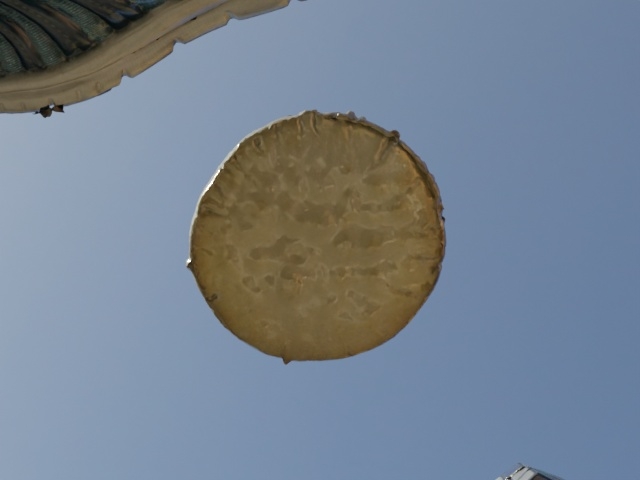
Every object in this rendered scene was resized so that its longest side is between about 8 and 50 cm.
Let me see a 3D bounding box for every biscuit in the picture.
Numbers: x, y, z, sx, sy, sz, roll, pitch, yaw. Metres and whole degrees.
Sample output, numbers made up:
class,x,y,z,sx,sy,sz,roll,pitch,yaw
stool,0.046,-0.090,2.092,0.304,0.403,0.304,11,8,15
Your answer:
class,x,y,z,sx,sy,sz,roll,pitch,yaw
biscuit,0.000,0.000,0.752,0.152,0.020,0.152,-1,-79,-6

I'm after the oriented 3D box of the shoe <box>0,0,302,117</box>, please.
class,x,y,z,sx,sy,sz,roll,pitch,yaw
shoe,-0.072,-0.119,0.459,0.207,0.091,0.106,-24,-44,6

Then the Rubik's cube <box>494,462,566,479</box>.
class,x,y,z,sx,sy,sz,roll,pitch,yaw
Rubik's cube,0.154,0.214,0.943,0.111,0.093,0.111,-5,-54,-7
